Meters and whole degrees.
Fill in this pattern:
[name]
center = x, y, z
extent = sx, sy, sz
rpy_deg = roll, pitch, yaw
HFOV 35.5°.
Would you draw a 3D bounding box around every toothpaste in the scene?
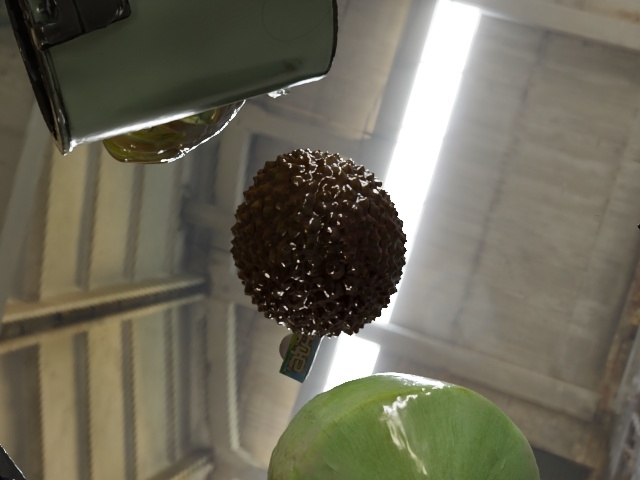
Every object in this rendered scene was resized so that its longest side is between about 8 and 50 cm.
[toothpaste]
center = -0.027, 0.155, 1.786
extent = 0.044, 0.070, 0.194
rpy_deg = -47, -21, -66

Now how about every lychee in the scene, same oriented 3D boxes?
[lychee]
center = 0.000, 0.000, 1.407
extent = 0.267, 0.267, 0.268
rpy_deg = 18, -90, -76

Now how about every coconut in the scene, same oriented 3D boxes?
[coconut]
center = 0.096, 0.293, 1.162
extent = 0.281, 0.328, 0.328
rpy_deg = -60, -15, -8

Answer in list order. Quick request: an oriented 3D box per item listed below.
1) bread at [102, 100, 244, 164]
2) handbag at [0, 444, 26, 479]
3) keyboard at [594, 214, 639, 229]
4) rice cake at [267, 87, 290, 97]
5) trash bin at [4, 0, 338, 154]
[bread]
center = -0.252, -0.256, 1.838
extent = 0.333, 0.160, 0.333
rpy_deg = -43, -7, -7
[handbag]
center = -0.433, 0.380, 1.195
extent = 0.326, 0.118, 0.269
rpy_deg = 88, -172, -58
[keyboard]
center = 0.607, -0.021, 1.609
extent = 0.103, 0.381, 0.041
rpy_deg = 22, -104, -47
[rice cake]
center = -0.092, -0.330, 1.537
extent = 0.189, 0.037, 0.198
rpy_deg = 6, -99, -66
[trash bin]
center = -0.145, -0.218, 0.920
extent = 0.277, 0.262, 0.217
rpy_deg = -166, 59, -71
